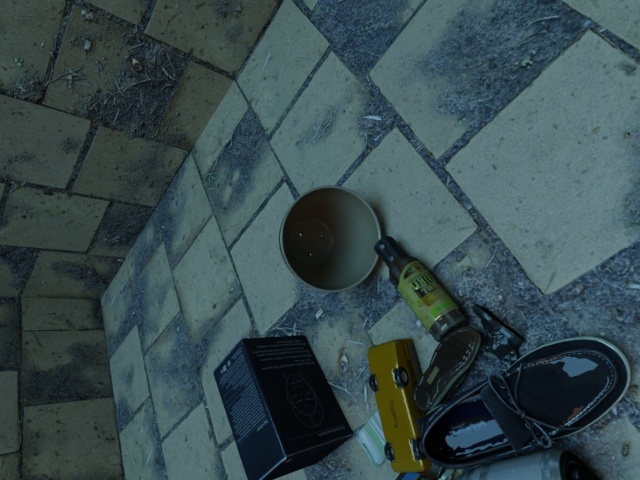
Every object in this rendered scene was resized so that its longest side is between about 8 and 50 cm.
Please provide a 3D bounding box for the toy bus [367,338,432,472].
[{"bbox_3d":[0.229,0.453,1.146,0.108,0.130,0.332,-29,63,36],"label":"toy bus"}]

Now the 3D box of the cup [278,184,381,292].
[{"bbox_3d":[0.000,0.000,1.360,0.237,0.331,0.331,171,105,-70],"label":"cup"}]

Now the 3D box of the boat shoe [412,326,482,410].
[{"bbox_3d":[0.344,0.337,1.083,0.257,0.095,0.095,-57,41,16],"label":"boat shoe"}]

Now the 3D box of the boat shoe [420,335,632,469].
[{"bbox_3d":[0.436,0.379,0.915,0.500,0.156,0.187,-37,67,23],"label":"boat shoe"}]

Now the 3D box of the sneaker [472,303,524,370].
[{"bbox_3d":[0.439,0.246,1.033,0.170,0.051,0.089,41,109,30],"label":"sneaker"}]

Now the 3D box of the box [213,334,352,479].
[{"bbox_3d":[-0.134,0.543,1.369,0.212,0.293,0.395,-51,51,26],"label":"box"}]

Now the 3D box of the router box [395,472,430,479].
[{"bbox_3d":[0.211,0.694,1.068,0.046,0.179,0.133,47,156,2],"label":"router box"}]

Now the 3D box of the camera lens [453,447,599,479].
[{"bbox_3d":[0.443,0.575,0.854,0.274,0.219,0.219,-38,58,34],"label":"camera lens"}]

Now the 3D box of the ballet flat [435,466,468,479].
[{"bbox_3d":[0.342,0.593,1.058,0.070,0.070,0.188,20,96,44],"label":"ballet flat"}]

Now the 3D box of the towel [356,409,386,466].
[{"bbox_3d":[0.179,0.594,1.245,0.113,0.023,0.152,47,114,38],"label":"towel"}]

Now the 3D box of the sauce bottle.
[{"bbox_3d":[0.272,0.126,1.179,0.111,0.111,0.344,-53,52,24],"label":"sauce bottle"}]
